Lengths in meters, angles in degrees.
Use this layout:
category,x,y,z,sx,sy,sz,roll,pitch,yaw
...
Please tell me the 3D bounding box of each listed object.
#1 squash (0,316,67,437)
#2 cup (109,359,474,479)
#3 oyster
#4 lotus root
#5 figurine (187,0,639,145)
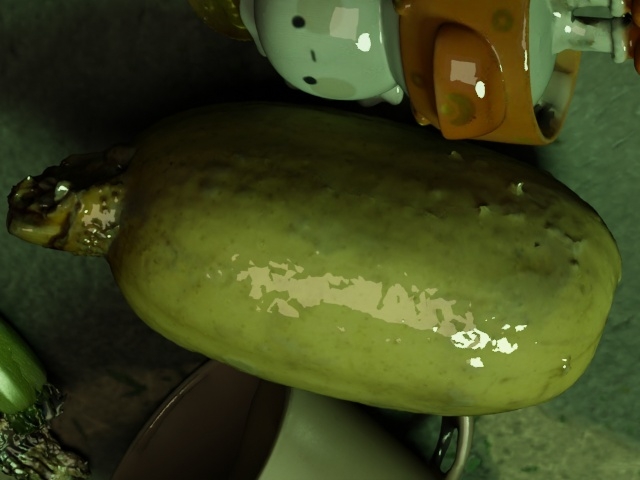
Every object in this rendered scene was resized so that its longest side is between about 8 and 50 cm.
category,x,y,z,sx,sy,sz,roll,pitch,yaw
squash,-0.229,0.052,0.992,0.052,0.052,0.183,-31,117,20
cup,0.007,0.170,0.992,0.200,0.191,0.253,38,84,-23
oyster,-0.196,0.146,1.065,0.054,0.019,0.083,-34,114,22
lotus root,0.000,0.000,0.876,0.343,0.169,0.151,15,119,-7
figurine,0.053,-0.126,0.830,0.271,0.143,0.143,20,129,32
